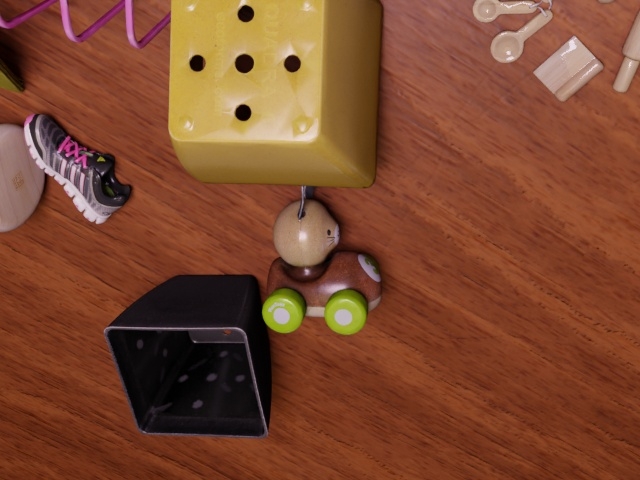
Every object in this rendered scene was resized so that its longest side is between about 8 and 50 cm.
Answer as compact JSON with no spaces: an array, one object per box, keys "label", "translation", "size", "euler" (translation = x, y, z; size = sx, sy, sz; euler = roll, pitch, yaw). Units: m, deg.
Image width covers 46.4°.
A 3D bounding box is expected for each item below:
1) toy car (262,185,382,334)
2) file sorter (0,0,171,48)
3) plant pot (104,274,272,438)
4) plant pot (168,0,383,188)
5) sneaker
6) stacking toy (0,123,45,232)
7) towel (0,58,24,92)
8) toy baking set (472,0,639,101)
[{"label":"toy car","translation":[0.000,0.000,0.934],"size":[0.149,0.155,0.188],"euler":[0,109,11]},{"label":"file sorter","translation":[-0.288,-0.321,0.753],"size":[0.291,0.202,0.182],"euler":[11,126,4]},{"label":"plant pot","translation":[-0.157,0.146,1.035],"size":[0.187,0.167,0.188],"euler":[-1,120,12]},{"label":"plant pot","translation":[-0.054,-0.164,0.763],"size":[0.212,0.187,0.212],"euler":[3,93,10]},{"label":"sneaker","translation":[-0.310,-0.101,0.975],"size":[0.075,0.063,0.170],"euler":[-20,121,22]},{"label":"stacking toy","translation":[-0.544,-0.102,0.989],"size":[0.330,0.141,0.141],"euler":[9,123,13]},{"label":"towel","translation":[-0.403,-0.212,0.836],"size":[0.102,0.237,0.021],"euler":[19,86,-11]},{"label":"toy baking set","translation":[0.273,-0.268,0.774],"size":[0.197,0.030,0.256],"euler":[18,123,0]}]
